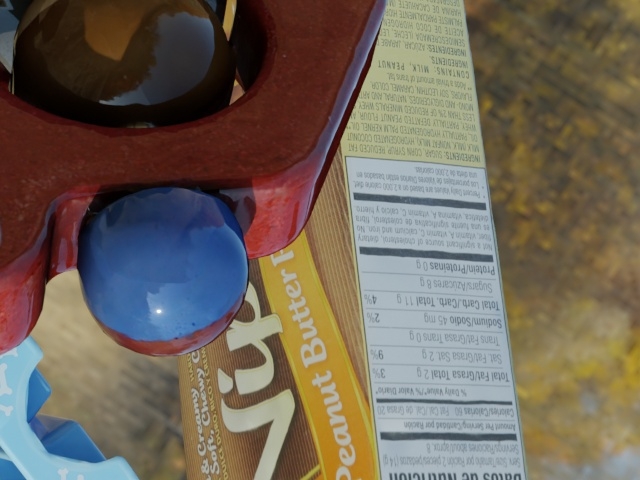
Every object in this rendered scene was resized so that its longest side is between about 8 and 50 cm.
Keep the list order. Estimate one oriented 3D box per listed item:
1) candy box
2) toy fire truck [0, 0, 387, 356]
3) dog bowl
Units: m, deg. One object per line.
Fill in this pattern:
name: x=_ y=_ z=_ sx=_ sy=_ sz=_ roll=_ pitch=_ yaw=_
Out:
candy box: x=0.000 y=0.000 z=0.889 sx=0.183 sy=0.087 sz=0.317 roll=-33 pitch=-121 yaw=56
toy fire truck: x=-0.124 y=-0.057 z=0.595 sx=0.169 sy=0.302 sz=0.254 roll=104 pitch=-21 yaw=-45
dog bowl: x=-0.259 y=0.159 z=1.590 sx=0.074 sy=0.297 sz=0.166 roll=-42 pitch=-162 yaw=-23
